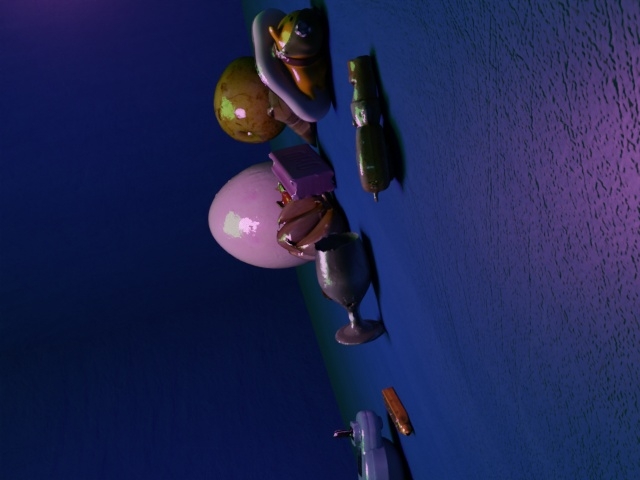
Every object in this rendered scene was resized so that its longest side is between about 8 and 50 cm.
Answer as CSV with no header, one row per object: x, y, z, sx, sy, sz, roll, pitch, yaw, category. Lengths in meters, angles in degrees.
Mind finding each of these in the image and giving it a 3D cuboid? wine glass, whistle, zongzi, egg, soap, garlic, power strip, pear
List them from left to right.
-0.220,-0.462,2.079,0.283,0.283,0.284,166,90,-84,pear
-0.201,-0.078,2.062,0.354,0.339,0.355,-6,-90,-85,egg
-0.063,-0.382,1.714,0.204,0.094,0.205,38,-142,-48,zongzi
-0.049,-0.184,1.659,0.203,0.122,0.066,-128,26,-55,soap
-0.011,-0.021,1.671,0.160,0.191,0.214,45,-173,-48,garlic
0.062,0.107,1.414,0.126,0.126,0.241,-124,19,-73,wine glass
0.077,-0.168,0.961,0.107,0.057,0.220,-55,-43,-80,whistle
0.180,0.402,1.470,0.178,0.028,0.049,-123,20,-70,power strip

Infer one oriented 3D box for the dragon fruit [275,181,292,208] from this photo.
-0.045,-0.118,1.823,0.135,0.137,0.236,3,114,45,dragon fruit

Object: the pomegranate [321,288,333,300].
0.040,0.156,2.015,0.084,0.073,0.073,1,106,68,pomegranate

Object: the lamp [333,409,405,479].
0.145,0.598,1.677,0.209,0.147,0.284,113,134,-77,lamp

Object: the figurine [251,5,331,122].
-0.021,-0.372,1.274,0.141,0.167,0.250,-11,123,49,figurine
